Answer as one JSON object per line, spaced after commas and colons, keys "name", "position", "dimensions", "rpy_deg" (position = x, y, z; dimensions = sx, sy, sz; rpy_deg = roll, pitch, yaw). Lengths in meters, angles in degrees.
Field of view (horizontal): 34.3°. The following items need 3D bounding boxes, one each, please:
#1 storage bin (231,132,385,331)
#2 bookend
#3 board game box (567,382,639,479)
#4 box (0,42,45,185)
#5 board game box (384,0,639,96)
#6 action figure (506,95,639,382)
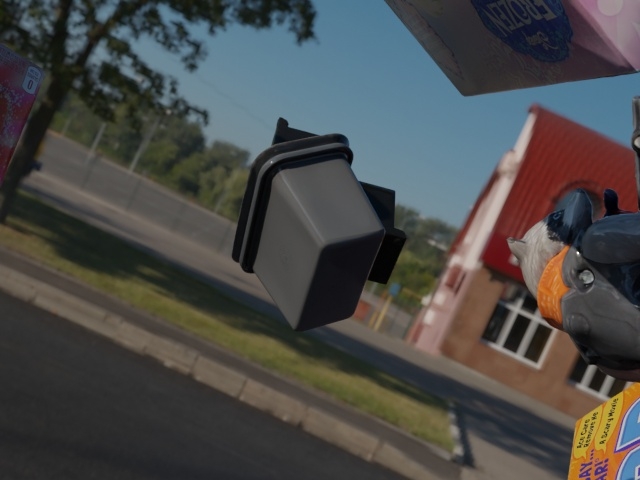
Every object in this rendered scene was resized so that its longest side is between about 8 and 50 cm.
{"name": "storage bin", "position": [0.000, 0.000, 0.793], "dimensions": [0.098, 0.135, 0.091], "rpy_deg": [-14, 55, -27]}
{"name": "bookend", "position": [0.011, -0.046, 1.148], "dimensions": [0.156, 0.072, 0.157], "rpy_deg": [14, 40, -7]}
{"name": "board game box", "position": [0.476, 0.304, 0.967], "dimensions": [0.356, 0.356, 0.356], "rpy_deg": [44, 31, -6]}
{"name": "box", "position": [-0.332, -0.118, 0.715], "dimensions": [0.122, 0.128, 0.257], "rpy_deg": [14, -9, 28]}
{"name": "board game box", "position": [0.026, -0.213, 0.510], "dimensions": [0.318, 0.066, 0.319], "rpy_deg": [49, 2, -6]}
{"name": "action figure", "position": [0.266, 0.007, 0.725], "dimensions": [0.178, 0.341, 0.330], "rpy_deg": [-28, 21, -32]}
